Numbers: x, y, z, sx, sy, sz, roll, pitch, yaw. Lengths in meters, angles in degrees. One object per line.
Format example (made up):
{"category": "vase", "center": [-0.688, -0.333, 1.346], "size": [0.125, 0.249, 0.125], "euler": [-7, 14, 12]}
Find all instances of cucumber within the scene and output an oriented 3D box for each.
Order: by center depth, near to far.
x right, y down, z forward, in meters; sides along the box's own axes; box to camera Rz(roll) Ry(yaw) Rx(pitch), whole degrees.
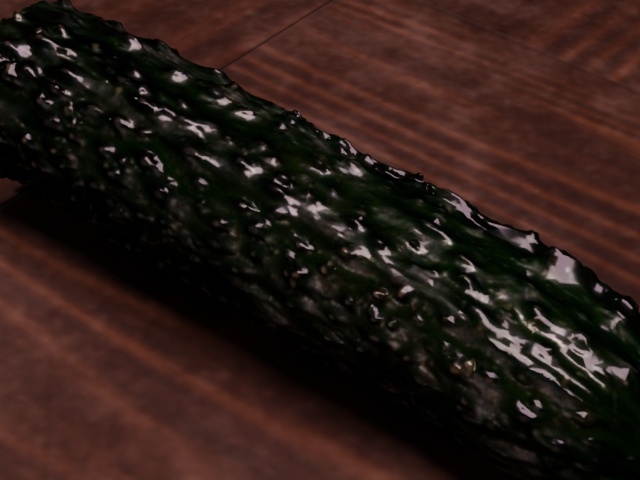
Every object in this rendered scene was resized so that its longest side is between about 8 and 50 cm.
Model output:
{"category": "cucumber", "center": [0.000, 0.000, 0.615], "size": [0.359, 0.096, 0.096], "euler": [27, 46, 28]}
